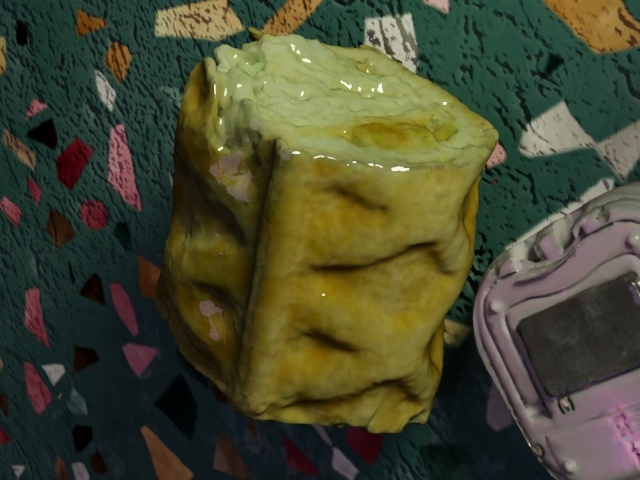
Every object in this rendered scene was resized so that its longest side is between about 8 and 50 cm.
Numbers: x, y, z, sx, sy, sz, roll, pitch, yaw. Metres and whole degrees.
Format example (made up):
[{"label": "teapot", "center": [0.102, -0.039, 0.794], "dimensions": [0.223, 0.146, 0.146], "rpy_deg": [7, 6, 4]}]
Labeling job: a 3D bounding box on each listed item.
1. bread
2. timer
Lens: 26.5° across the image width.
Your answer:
[{"label": "bread", "center": [-0.004, -0.004, 0.981], "dimensions": [0.196, 0.238, 0.252], "rpy_deg": [-104, 30, -54]}, {"label": "timer", "center": [0.201, 0.071, 0.904], "dimensions": [0.208, 0.069, 0.191], "rpy_deg": [-35, 79, 45]}]
